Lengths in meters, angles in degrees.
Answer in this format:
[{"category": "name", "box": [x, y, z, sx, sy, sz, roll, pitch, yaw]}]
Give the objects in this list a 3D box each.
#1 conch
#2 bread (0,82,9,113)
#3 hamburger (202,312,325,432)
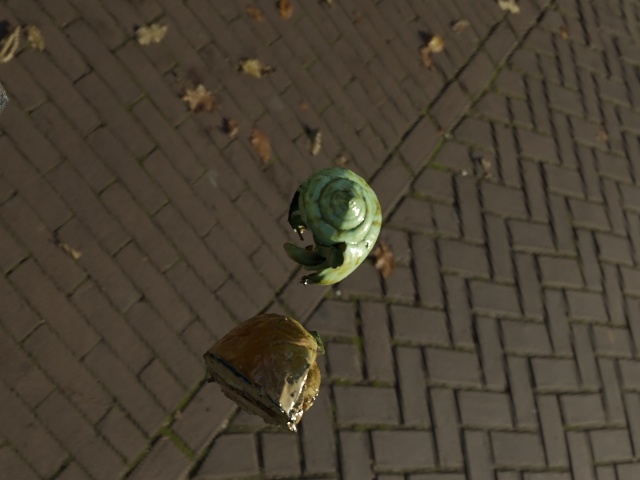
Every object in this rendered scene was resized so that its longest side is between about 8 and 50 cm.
[{"category": "conch", "box": [0.000, 0.000, 0.883, 0.079, 0.170, 0.106, 26, 71, -4]}, {"category": "bread", "box": [-0.309, -0.104, 0.834, 0.053, 0.106, 0.072, 27, 23, -49]}, {"category": "hamburger", "box": [-0.049, 0.108, 0.950, 0.087, 0.176, 0.102, 43, 73, -16]}]
